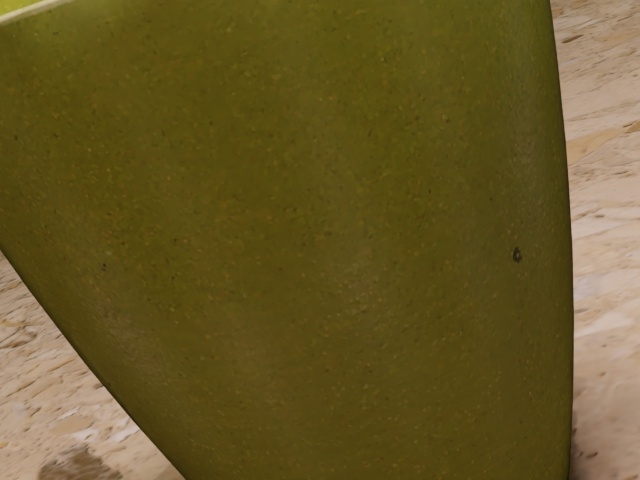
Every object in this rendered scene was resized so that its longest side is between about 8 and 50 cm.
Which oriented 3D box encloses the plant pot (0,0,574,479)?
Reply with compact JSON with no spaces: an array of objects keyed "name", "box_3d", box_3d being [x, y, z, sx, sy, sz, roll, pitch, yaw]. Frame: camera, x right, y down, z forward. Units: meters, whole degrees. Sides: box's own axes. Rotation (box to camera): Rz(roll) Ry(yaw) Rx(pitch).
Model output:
[{"name":"plant pot","box_3d":[0.000,0.000,0.624,0.274,0.294,0.275,-20,16,6]}]
